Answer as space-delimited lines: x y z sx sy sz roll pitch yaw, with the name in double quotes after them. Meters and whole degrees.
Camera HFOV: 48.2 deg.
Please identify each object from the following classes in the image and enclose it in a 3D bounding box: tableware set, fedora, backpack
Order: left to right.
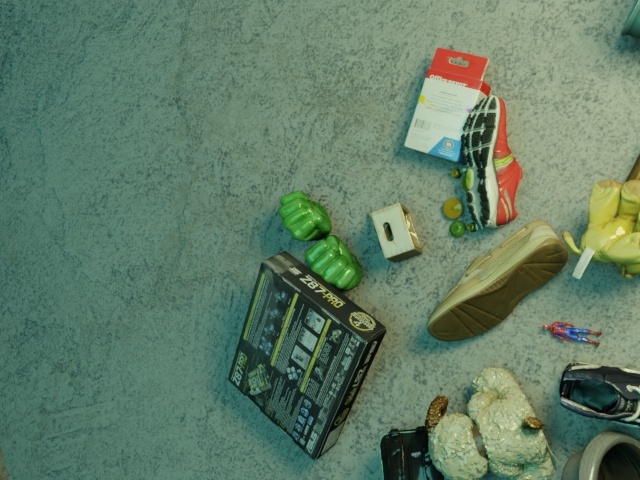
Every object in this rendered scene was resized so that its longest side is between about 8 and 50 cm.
0.220 0.513 1.557 0.165 0.144 0.189 -13 58 26 "backpack"
0.323 -0.089 1.607 0.104 0.024 0.154 -13 83 31 "tableware set"
0.552 0.506 1.363 0.124 0.243 0.276 -33 73 55 "fedora"

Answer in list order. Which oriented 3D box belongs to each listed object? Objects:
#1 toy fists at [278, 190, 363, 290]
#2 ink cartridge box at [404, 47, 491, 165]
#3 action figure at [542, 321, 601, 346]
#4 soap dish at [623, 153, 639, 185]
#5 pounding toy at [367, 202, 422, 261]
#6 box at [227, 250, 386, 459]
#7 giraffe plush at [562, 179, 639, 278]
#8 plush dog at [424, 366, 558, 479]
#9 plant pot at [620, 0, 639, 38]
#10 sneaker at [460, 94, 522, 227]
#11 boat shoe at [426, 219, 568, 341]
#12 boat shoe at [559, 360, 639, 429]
0.000 0.000 1.712 0.096 0.142 0.279 -39 71 22 "toy fists"
0.291 -0.299 1.601 0.134 0.078 0.231 21 98 27 "ink cartridge box"
0.517 0.191 1.482 0.115 0.030 0.038 10 98 31 "action figure"
0.738 -0.128 1.322 0.290 0.118 0.229 30 102 28 "soap dish"
0.160 -0.025 1.643 0.100 0.130 0.141 -20 78 14 "pounding toy"
-0.048 0.273 1.681 0.318 0.097 0.395 35 126 24 "box"
0.589 0.004 1.355 0.210 0.170 0.181 -56 37 21 "giraffe plush"
0.330 0.406 1.446 0.225 0.210 0.263 -23 77 5 "plush dog"
0.722 -0.454 1.280 0.255 0.271 0.272 26 101 13 "plant pot"
0.374 -0.168 1.527 0.107 0.118 0.279 21 115 62 "sneaker"
0.366 0.092 1.534 0.341 0.121 0.110 -38 33 19 "boat shoe"
0.614 0.314 1.346 0.340 0.158 0.127 7 91 29 "boat shoe"
